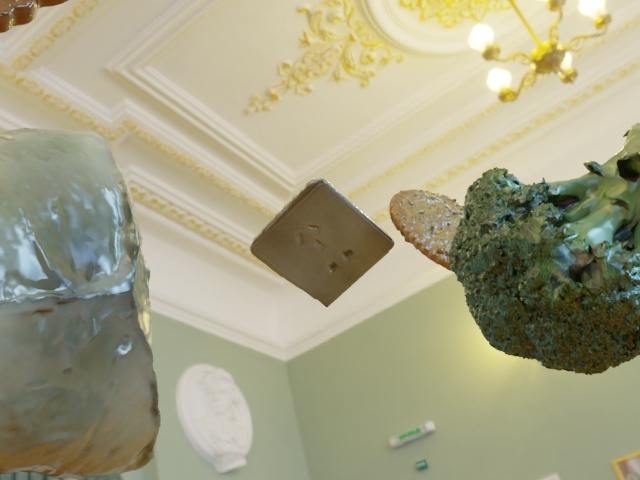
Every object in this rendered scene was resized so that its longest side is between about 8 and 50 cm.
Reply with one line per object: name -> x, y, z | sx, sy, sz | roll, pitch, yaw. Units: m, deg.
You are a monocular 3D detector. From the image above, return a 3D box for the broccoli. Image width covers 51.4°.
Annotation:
broccoli -> 0.266, 0.010, 0.662 | 0.270, 0.270, 0.270 | -51, -41, 4

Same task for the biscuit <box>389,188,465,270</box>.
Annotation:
biscuit -> 0.228, -0.013, 1.104 | 0.254, 0.254, 0.035 | 7, -57, -30

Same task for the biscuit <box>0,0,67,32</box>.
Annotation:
biscuit -> -0.459, -0.435, 0.995 | 0.202, 0.333, 0.047 | 17, -35, -16

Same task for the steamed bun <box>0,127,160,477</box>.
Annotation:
steamed bun -> -0.160, 0.020, 0.381 | 0.111, 0.212, 0.231 | -12, -25, 22

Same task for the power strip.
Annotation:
power strip -> 0.000, 0.000, 1.232 | 0.213, 0.064, 0.198 | 40, -70, -23
